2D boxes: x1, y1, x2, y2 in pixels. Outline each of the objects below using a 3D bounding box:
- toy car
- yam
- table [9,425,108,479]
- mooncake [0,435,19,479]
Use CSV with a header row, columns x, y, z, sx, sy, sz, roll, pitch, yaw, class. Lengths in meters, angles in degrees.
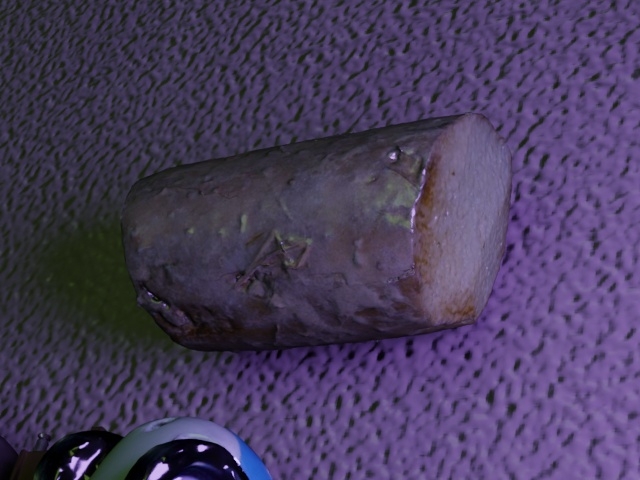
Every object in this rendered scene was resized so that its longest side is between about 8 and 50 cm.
x,y,z,sx,sy,sz,roll,pitch,yaw,class
-0.112,0.240,0.859,0.188,0.190,0.255,-11,43,56,toy car
0.000,0.000,0.992,0.268,0.161,0.161,-6,54,28,yam
-0.183,0.193,1.011,0.070,0.083,0.082,-9,46,23,table
-0.364,0.242,1.037,0.306,0.154,0.306,-17,50,22,mooncake
